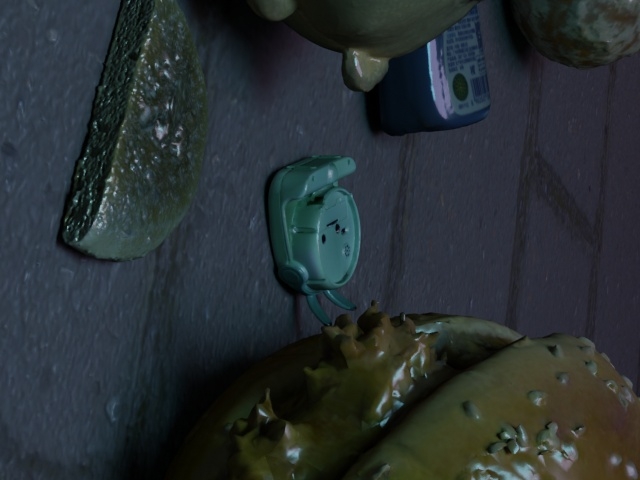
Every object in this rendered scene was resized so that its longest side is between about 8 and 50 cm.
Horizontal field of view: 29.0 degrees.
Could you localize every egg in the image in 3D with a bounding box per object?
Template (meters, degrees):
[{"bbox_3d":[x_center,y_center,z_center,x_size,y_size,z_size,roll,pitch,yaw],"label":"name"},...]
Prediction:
[{"bbox_3d":[0.326,-0.309,1.506,0.233,0.194,0.195,63,36,-64],"label":"egg"}]

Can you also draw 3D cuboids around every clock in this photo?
[{"bbox_3d":[0.000,0.000,1.017,0.101,0.041,0.135,-33,120,-60],"label":"clock"}]

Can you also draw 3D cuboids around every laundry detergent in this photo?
[{"bbox_3d":[0.094,-0.249,1.157,0.143,0.094,0.290,-21,107,-56],"label":"laundry detergent"}]

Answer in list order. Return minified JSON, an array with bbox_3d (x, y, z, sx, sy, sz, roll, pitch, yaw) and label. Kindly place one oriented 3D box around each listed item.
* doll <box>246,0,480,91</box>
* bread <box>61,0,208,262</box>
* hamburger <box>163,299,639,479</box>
[{"bbox_3d":[0.088,-0.277,0.851,0.247,0.349,0.247,42,14,-13],"label":"doll"},{"bbox_3d":[-0.105,-0.066,0.809,0.112,0.036,0.193,46,51,-57],"label":"bread"},{"bbox_3d":[0.035,0.207,0.809,0.287,0.268,0.445,48,68,-33],"label":"hamburger"}]
